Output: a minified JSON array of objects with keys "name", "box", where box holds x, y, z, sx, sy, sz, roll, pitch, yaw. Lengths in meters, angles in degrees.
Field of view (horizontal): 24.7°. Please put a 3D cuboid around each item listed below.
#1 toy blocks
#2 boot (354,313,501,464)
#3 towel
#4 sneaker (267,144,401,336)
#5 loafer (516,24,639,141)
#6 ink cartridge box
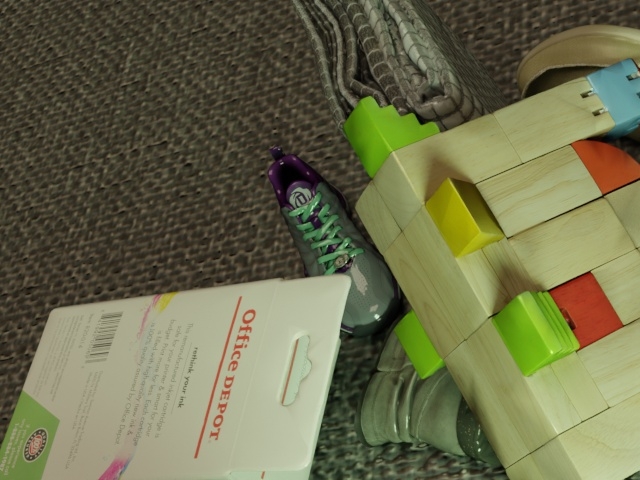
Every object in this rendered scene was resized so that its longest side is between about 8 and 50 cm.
[{"name":"toy blocks","box":[0.215,0.029,1.137,0.261,0.191,0.381,-22,75,-25]},{"name":"boot","box":[0.127,0.076,1.276,0.161,0.083,0.246,6,59,45]},{"name":"towel","box":[0.091,-0.124,1.350,0.121,0.235,0.284,-38,42,13]},{"name":"sneaker","box":[0.000,0.000,1.409,0.083,0.098,0.224,-37,43,5]},{"name":"loafer","box":[0.291,-0.130,1.307,0.268,0.102,0.092,2,52,36]},{"name":"ink cartridge box","box":[-0.113,0.157,1.346,0.353,0.119,0.207,-8,51,32]}]
